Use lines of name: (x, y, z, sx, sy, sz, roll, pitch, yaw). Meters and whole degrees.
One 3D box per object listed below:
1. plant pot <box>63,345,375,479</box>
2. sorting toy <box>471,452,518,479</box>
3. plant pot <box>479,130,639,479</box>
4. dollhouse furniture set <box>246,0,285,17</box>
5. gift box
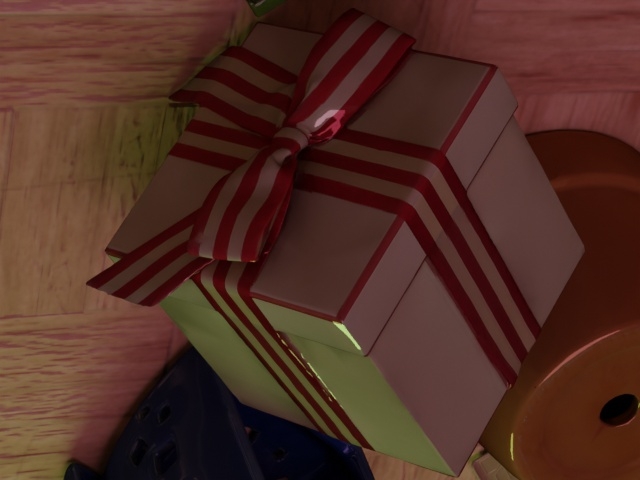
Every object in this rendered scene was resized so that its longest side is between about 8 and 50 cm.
plant pot: (-0.078, 0.264, 1.656, 0.212, 0.236, 0.236, -37, 134, 14)
sorting toy: (0.184, 0.224, 1.889, 0.062, 0.012, 0.083, -33, 130, -3)
plant pot: (0.210, 0.080, 1.653, 0.291, 0.203, 0.290, -12, 131, -15)
dollhouse furniture set: (-0.054, -0.234, 1.356, 0.059, 0.076, 0.151, -29, 134, -1)
gift box: (0.000, 0.000, 1.432, 0.255, 0.276, 0.258, -62, 142, -25)
